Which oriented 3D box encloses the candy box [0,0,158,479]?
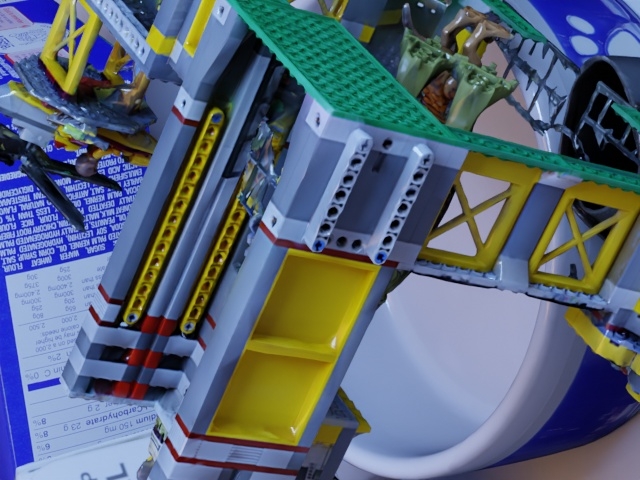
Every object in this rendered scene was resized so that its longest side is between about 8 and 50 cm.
[{"bbox_3d":[-0.183,0.019,1.183,0.268,0.122,0.317,-140,42,-60],"label":"candy box"}]

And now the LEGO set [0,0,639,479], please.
[{"bbox_3d":[0.000,0.000,0.731,0.331,0.255,0.192,45,118,43],"label":"LEGO set"}]

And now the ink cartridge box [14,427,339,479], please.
[{"bbox_3d":[-0.068,0.309,1.041,0.395,0.166,0.285,111,139,-56],"label":"ink cartridge box"}]

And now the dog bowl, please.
[{"bbox_3d":[0.068,-0.014,0.958,0.265,0.104,0.264,7,99,53],"label":"dog bowl"}]

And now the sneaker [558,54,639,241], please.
[{"bbox_3d":[0.170,0.024,0.812,0.083,0.118,0.222,-28,72,51],"label":"sneaker"}]
